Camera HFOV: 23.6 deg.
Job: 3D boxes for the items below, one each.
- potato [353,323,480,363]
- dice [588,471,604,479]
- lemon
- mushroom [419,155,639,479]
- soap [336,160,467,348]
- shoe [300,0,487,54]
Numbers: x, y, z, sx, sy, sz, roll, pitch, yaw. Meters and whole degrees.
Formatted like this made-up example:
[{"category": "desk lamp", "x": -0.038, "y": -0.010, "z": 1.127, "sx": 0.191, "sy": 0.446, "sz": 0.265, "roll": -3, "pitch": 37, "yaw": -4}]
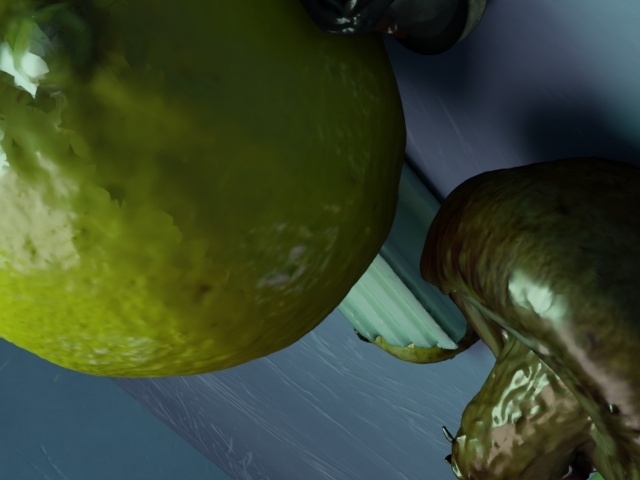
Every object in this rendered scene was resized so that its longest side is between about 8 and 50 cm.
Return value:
[{"category": "potato", "x": 0.092, "y": 0.084, "z": 1.444, "sx": 0.103, "sy": 0.066, "sz": 0.096, "roll": 20, "pitch": 157, "yaw": 45}, {"category": "dice", "x": 0.317, "y": 0.307, "z": 1.171, "sx": 0.250, "sy": 0.254, "sz": 0.252, "roll": 47, "pitch": 161, "yaw": -20}, {"category": "lemon", "x": -0.126, "y": -0.083, "z": 0.975, "sx": 0.364, "sy": 0.364, "sz": 0.364, "roll": 37, "pitch": 163, "yaw": 13}, {"category": "mushroom", "x": 0.172, "y": 0.066, "z": 0.985, "sx": 0.263, "sy": 0.195, "sz": 0.283, "roll": 47, "pitch": 148, "yaw": 10}, {"category": "soap", "x": 0.022, "y": -0.030, "z": 1.275, "sx": 0.261, "sy": 0.094, "sz": 0.150, "roll": 49, "pitch": 157, "yaw": -21}, {"category": "shoe", "x": 0.025, "y": -0.168, "z": 0.870, "sx": 0.099, "sy": 0.112, "sz": 0.227, "roll": 31, "pitch": 159, "yaw": 27}]
